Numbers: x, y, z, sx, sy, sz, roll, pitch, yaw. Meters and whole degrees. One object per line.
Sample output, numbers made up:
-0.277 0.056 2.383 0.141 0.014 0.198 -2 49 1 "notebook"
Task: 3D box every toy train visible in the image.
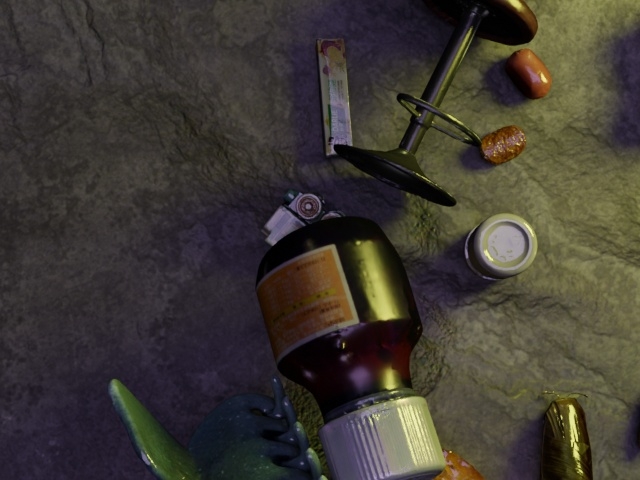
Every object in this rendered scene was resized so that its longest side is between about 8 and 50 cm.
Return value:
0.000 0.000 1.736 0.194 0.081 0.125 40 97 -1 "toy train"

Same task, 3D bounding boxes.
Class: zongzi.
0.404 0.343 1.644 0.084 0.184 0.187 2 86 1 "zongzi"

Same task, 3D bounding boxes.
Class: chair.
0.203 -0.280 1.674 0.226 0.226 0.401 25 86 3 "chair"

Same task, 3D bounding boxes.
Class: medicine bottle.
0.051 0.183 1.536 0.242 0.242 0.395 -16 65 0 "medicine bottle"
0.294 0.012 1.679 0.105 0.168 0.105 0 85 1 "medicine bottle"

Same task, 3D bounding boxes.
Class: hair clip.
-0.114 0.372 1.529 0.238 0.318 0.392 -25 124 -7 "hair clip"

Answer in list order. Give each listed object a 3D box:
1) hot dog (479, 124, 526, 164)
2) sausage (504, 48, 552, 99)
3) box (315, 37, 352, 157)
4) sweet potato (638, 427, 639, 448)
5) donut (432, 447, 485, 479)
0.313 -0.164 1.758 0.083 0.035 0.058 -25 86 -1 "hot dog"
0.360 -0.288 1.754 0.054 0.059 0.094 -35 81 -14 "sausage"
0.023 -0.246 1.769 0.049 0.041 0.207 -4 86 -2 "box"
0.582 0.259 1.711 0.055 0.058 0.202 31 88 24 "sweet potato"
0.126 0.550 1.650 0.377 0.163 0.435 42 85 3 "donut"
